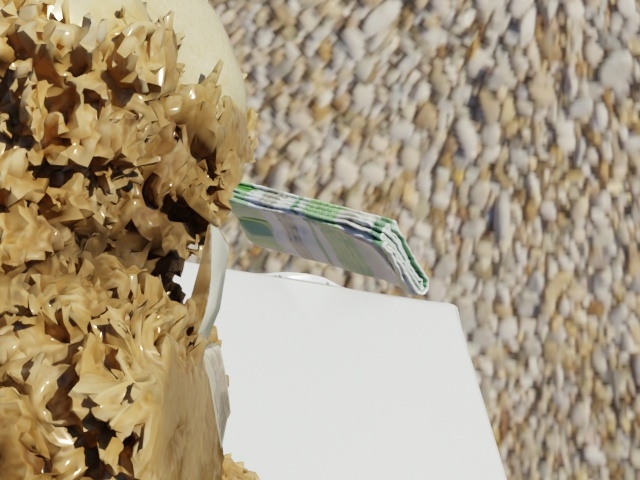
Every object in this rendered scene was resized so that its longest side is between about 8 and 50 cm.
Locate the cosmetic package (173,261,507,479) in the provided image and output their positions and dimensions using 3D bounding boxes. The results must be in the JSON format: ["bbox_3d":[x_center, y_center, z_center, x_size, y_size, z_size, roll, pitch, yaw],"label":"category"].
[{"bbox_3d":[-0.005,0.202,0.965,0.217,0.385,0.156,11,130,-22],"label":"cosmetic package"}]

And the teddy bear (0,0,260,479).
[{"bbox_3d":[-0.085,0.063,0.502,0.113,0.245,0.338,1,102,12],"label":"teddy bear"}]

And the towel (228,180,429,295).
[{"bbox_3d":[0.000,0.000,1.314,0.152,0.113,0.023,15,69,25],"label":"towel"}]
